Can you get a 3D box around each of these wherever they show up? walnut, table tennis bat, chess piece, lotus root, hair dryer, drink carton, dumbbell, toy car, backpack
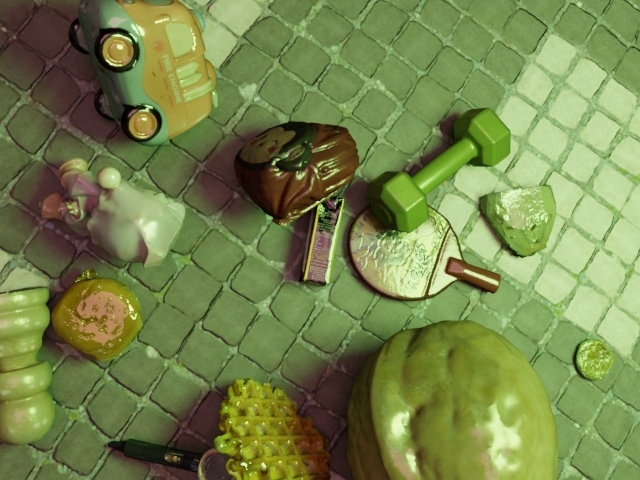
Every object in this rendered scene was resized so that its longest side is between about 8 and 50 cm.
[{"bbox_3d":[0.208,0.310,1.091,0.382,0.381,0.380,1,84,-9],"label":"walnut"},{"bbox_3d":[0.201,0.031,1.286,0.310,0.038,0.200,21,80,-3],"label":"table tennis bat"},{"bbox_3d":[-0.511,0.210,1.112,0.143,0.143,0.260,-9,92,-10],"label":"chess piece"},{"bbox_3d":[0.406,-0.042,1.306,0.143,0.070,0.144,-18,87,-10],"label":"lotus root"},{"bbox_3d":[-0.246,0.379,1.158,0.256,0.128,0.069,9,73,14],"label":"hair dryer"},{"bbox_3d":[0.000,0.000,1.238,0.056,0.071,0.165,12,81,-10],"label":"drink carton"},{"bbox_3d":[0.227,-0.135,1.253,0.302,0.121,0.108,-37,110,-16],"label":"dumbbell"},{"bbox_3d":[-0.289,-0.307,1.146,0.213,0.181,0.270,-27,126,-22],"label":"toy car"},{"bbox_3d":[-0.035,-0.136,1.184,0.229,0.229,0.138,-25,117,-11],"label":"backpack"}]

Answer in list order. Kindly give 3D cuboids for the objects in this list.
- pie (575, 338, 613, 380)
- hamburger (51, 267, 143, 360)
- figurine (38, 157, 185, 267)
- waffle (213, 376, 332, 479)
[{"bbox_3d":[0.545,0.238,1.323,0.084,0.021,0.084,0,88,-11],"label":"pie"},{"bbox_3d":[-0.386,0.132,1.157,0.147,0.083,0.138,37,75,-7],"label":"hamburger"},{"bbox_3d":[-0.357,-0.046,1.134,0.276,0.200,0.133,21,62,22],"label":"figurine"},{"bbox_3d":[-0.079,0.347,1.127,0.238,0.243,0.059,40,117,-9],"label":"waffle"}]
